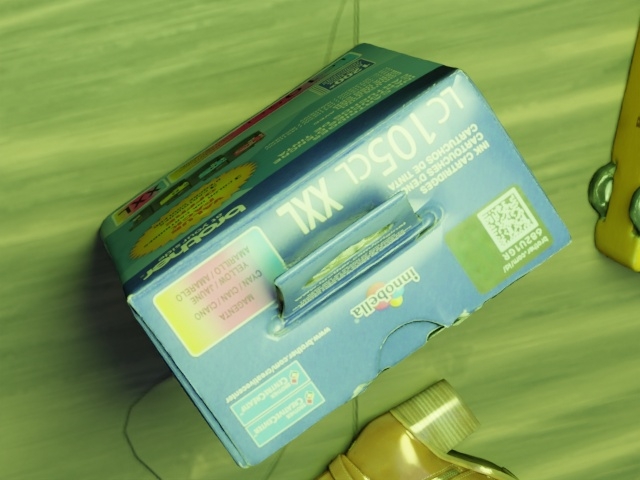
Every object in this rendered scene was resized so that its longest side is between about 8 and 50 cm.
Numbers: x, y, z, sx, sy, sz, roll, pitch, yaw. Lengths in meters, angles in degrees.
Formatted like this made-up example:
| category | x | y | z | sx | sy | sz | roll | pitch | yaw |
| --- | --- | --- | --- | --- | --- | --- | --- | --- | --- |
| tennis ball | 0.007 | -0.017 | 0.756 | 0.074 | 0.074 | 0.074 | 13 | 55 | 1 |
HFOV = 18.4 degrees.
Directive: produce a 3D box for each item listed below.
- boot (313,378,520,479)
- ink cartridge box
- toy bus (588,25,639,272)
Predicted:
| category | x | y | z | sx | sy | sz | roll | pitch | yaw |
| --- | --- | --- | --- | --- | --- | --- | --- | --- | --- |
| boot | 0.093 | 0.229 | 1.608 | 0.152 | 0.073 | 0.197 | -37 | 92 | -4 |
| ink cartridge box | 0.000 | 0.000 | 1.381 | 0.270 | 0.395 | 0.151 | -35 | 104 | -3 |
| toy bus | 0.315 | -0.136 | 1.567 | 0.130 | 0.108 | 0.332 | 10 | 97 | -14 |
